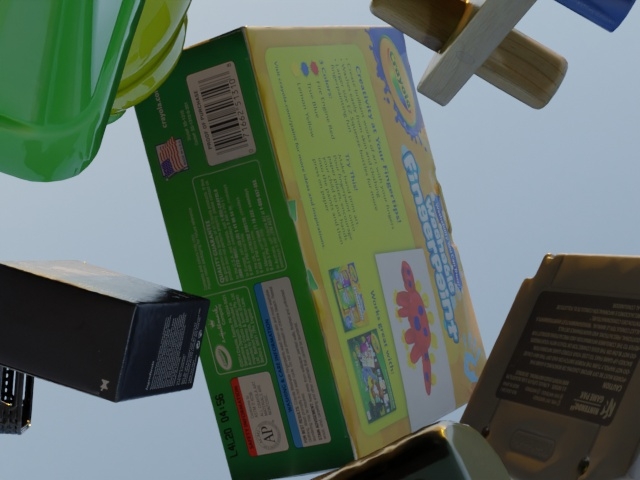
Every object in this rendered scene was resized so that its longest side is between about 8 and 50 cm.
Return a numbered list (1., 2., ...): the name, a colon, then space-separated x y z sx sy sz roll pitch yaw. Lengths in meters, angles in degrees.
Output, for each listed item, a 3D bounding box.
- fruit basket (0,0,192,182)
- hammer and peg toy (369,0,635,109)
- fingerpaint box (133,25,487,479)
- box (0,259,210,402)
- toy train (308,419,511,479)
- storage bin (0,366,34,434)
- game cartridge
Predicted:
1. fruit basket: -0.173 -0.199 0.777 0.392 0.283 0.392 -160 -90 -78
2. hammer and peg toy: 0.155 -0.228 0.811 0.266 0.127 0.361 -61 -176 -18
3. fingerpaint box: 0.000 0.000 1.681 0.163 0.445 0.371 -14 -179 29
4. box: -0.207 0.079 1.407 0.156 0.158 0.093 15 -85 20
5. toy train: -0.008 0.232 0.786 0.334 0.142 0.190 -29 -109 15
6. storage bin: -0.352 0.141 1.647 0.180 0.084 0.122 154 -61 -81
7. game cartridge: 0.206 0.106 1.174 0.196 0.060 0.294 -61 -165 -8
